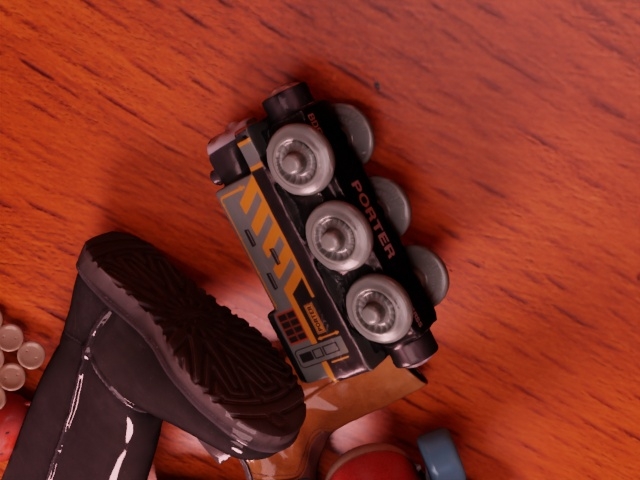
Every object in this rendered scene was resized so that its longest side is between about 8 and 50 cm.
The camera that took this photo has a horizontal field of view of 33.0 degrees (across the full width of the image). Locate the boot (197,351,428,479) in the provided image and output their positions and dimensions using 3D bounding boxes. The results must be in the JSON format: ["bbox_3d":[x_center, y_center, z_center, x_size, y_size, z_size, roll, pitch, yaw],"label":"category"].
[{"bbox_3d":[0.020,0.234,1.353,0.280,0.096,0.264,-37,95,21],"label":"boot"}]

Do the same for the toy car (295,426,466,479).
[{"bbox_3d":[0.092,0.377,1.254,0.219,0.238,0.210,-19,122,-1],"label":"toy car"}]

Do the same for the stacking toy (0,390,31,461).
[{"bbox_3d":[-0.489,0.358,1.444,0.130,0.279,0.309,19,120,-7],"label":"stacking toy"}]

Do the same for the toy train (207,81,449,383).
[{"bbox_3d":[0.000,0.000,1.173,0.190,0.142,0.334,-24,96,34],"label":"toy train"}]

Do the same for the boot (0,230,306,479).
[{"bbox_3d":[-0.226,0.270,1.319,0.367,0.146,0.445,43,119,32],"label":"boot"}]

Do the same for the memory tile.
[{"bbox_3d":[-0.447,0.143,1.419,0.148,0.012,0.113,41,81,1],"label":"memory tile"}]
